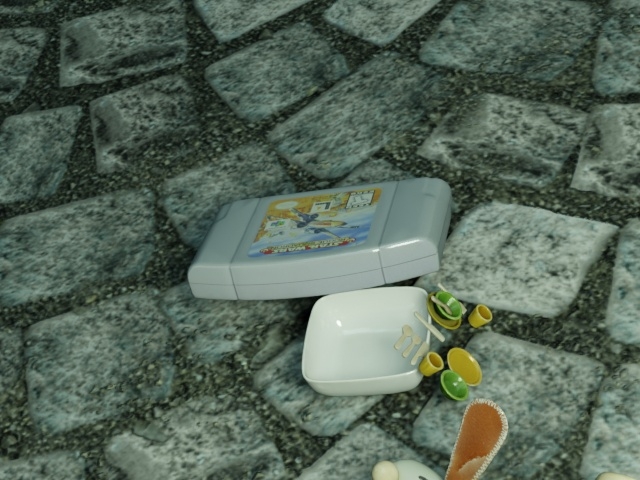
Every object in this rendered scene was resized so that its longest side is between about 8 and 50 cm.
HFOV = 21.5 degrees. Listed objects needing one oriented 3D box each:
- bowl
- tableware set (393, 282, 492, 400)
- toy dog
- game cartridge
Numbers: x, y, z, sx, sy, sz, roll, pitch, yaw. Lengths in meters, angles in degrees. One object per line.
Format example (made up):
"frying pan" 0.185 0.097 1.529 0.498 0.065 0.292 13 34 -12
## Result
"bowl" 0.057 0.118 1.859 0.142 0.053 0.142 -7 42 15
"tableware set" 0.144 0.107 1.818 0.024 0.104 0.154 -44 2 36
"toy dog" 0.148 0.250 1.516 0.333 0.161 0.220 -12 45 36
"game cartridge" 0.000 0.000 1.976 0.297 0.062 0.198 -7 21 13
